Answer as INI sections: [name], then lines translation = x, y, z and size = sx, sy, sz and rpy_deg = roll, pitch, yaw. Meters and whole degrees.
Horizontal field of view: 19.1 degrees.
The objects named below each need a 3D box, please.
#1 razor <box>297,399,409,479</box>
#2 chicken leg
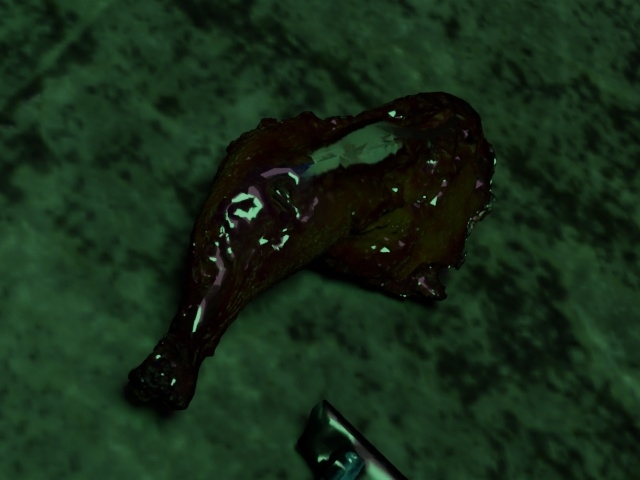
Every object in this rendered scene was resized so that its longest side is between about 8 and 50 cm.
[razor]
translation = -0.036, 0.143, 0.598
size = 0.082, 0.042, 0.253
rpy_deg = 45, 48, 4
[chicken leg]
translation = -0.002, -0.006, 0.723
size = 0.205, 0.053, 0.093
rpy_deg = -21, 85, -35
